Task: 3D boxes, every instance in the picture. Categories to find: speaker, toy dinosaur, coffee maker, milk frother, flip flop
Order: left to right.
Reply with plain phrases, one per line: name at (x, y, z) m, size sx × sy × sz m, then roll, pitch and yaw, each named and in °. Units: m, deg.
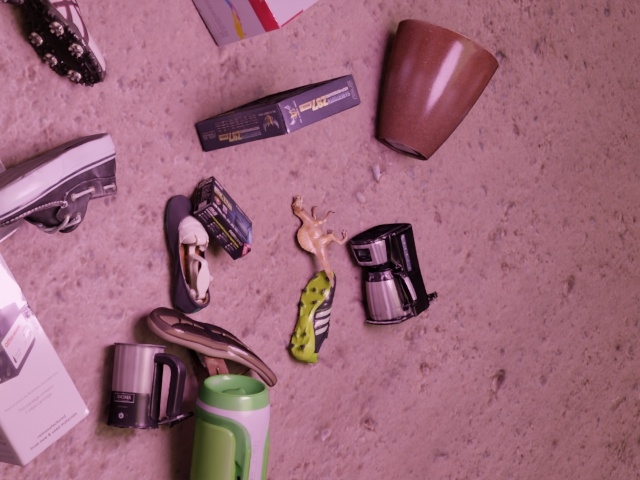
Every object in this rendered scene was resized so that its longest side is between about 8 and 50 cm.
milk frother at (-0.272, 0.238, 1.895) m, size 0.143 × 0.129 × 0.135 m, roll 61°, pitch 34°, yaw -82°
flip flop at (-0.188, 0.193, 1.967) m, size 0.277 × 0.112 × 0.080 m, roll 27°, pitch 96°, yaw -42°
speaker at (-0.155, 0.379, 1.926) m, size 0.131 × 0.131 × 0.297 m, roll -4°, pitch 106°, yaw -43°
toy dinosaur at (0.000, 0.000, 2.176) m, size 0.092 × 0.053 × 0.183 m, roll -20°, pitch 83°, yaw -37°
coffee maker at (0.141, 0.057, 2.280) m, size 0.171 × 0.120 × 0.178 m, roll -35°, pitch 115°, yaw -63°

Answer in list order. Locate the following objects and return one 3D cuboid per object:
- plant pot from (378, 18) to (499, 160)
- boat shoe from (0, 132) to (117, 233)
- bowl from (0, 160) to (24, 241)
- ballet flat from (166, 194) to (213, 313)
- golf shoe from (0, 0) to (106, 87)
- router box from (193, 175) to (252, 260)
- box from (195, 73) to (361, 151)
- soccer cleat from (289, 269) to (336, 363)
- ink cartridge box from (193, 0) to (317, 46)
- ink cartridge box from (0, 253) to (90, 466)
plant pot at (0.207, -0.284, 2.301) m, size 0.215 × 0.215 × 0.230 m, roll 28°, pitch 85°, yaw -39°
boat shoe at (-0.384, -0.069, 1.714) m, size 0.335 × 0.121 × 0.119 m, roll -41°, pitch 117°, yaw -61°
bowl at (-0.517, -0.053, 1.694) m, size 0.142 × 0.053 × 0.142 m, roll -37°, pitch 113°, yaw -39°
ballet flat at (-0.214, 0.022, 1.962) m, size 0.074 × 0.074 × 0.203 m, roll -3°, pitch 90°, yaw -43°
golf shoe at (-0.404, -0.362, 1.782) m, size 0.273 × 0.105 × 0.120 m, roll 54°, pitch 48°, yaw -28°
router box at (-0.166, -0.038, 2.001) m, size 0.122 × 0.038 × 0.092 m, roll 52°, pitch 18°, yaw -29°
box at (-0.074, -0.217, 1.992) m, size 0.183 × 0.232 × 0.059 m, roll -27°, pitch 103°, yaw -41°
soccer cleat at (-0.007, 0.141, 2.167) m, size 0.072 × 0.060 × 0.179 m, roll 38°, pitch 66°, yaw -51°
ink cartridge box at (-0.115, -0.430, 2.003) m, size 0.128 × 0.176 × 0.127 m, roll -45°, pitch 115°, yaw -36°
ink cartridge box at (-0.485, 0.141, 1.598) m, size 0.129 × 0.223 × 0.307 m, roll -39°, pitch 114°, yaw -36°
